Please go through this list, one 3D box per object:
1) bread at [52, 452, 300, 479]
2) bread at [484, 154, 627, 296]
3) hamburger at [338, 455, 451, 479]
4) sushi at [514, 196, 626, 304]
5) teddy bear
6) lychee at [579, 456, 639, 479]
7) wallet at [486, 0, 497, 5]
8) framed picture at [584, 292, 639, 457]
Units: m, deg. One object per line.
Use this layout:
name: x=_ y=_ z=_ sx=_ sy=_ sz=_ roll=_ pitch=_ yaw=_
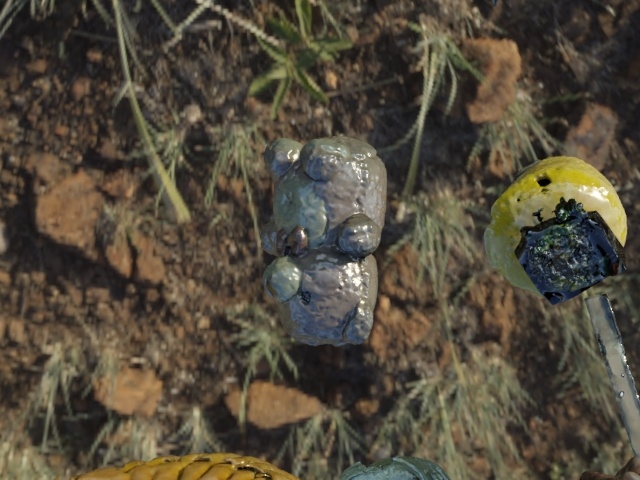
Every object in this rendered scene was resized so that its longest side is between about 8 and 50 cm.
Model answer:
bread: x=-0.088 y=0.225 z=0.748 sx=0.240 sy=0.240 sz=0.139 roll=-9 pitch=128 yaw=1
bread: x=0.335 y=-0.024 z=1.674 sx=0.197 sy=0.170 sz=0.197 roll=3 pitch=110 yaw=10
hamburger: x=0.089 y=0.317 z=1.365 sx=0.140 sy=0.062 sz=0.133 roll=-1 pitch=90 yaw=28
sushi: x=0.234 y=0.006 z=1.125 sx=0.083 sy=0.056 sz=0.085 roll=-35 pitch=99 yaw=23
teddy bear: x=0.001 y=-0.001 z=1.483 sx=0.151 sy=0.236 sz=0.267 roll=12 pitch=88 yaw=-33
lychee: x=0.145 y=0.224 z=0.388 sx=0.300 sy=0.300 sz=0.300 roll=-3 pitch=126 yaw=-4
wallet: x=0.173 y=-0.395 z=1.362 sx=0.031 sy=0.122 sz=0.232 roll=-21 pitch=122 yaw=-9
framed picture: x=0.315 y=0.220 z=1.119 sx=0.022 sy=0.335 sz=0.247 roll=-17 pitch=170 yaw=12
